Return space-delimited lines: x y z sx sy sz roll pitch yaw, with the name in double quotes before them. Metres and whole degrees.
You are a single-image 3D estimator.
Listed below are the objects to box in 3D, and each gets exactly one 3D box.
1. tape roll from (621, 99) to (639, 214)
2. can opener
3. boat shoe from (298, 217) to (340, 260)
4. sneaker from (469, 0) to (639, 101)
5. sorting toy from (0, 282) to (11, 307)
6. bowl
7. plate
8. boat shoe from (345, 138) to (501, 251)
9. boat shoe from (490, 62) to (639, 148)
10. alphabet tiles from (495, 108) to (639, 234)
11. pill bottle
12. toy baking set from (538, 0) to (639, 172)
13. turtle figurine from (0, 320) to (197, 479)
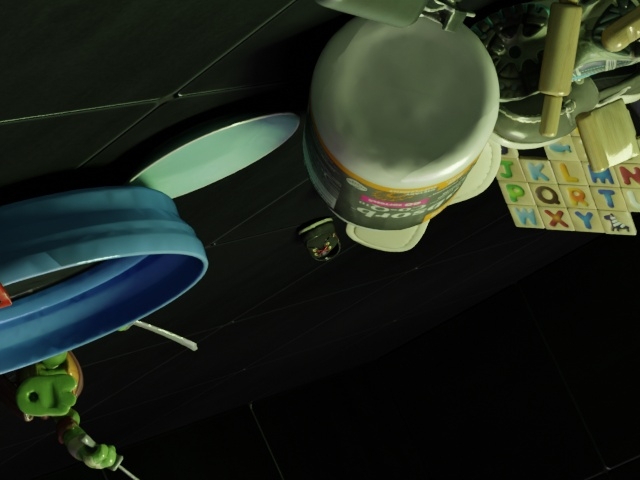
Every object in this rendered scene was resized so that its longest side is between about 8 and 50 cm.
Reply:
"tape roll" 0.358 -0.129 2.137 0.080 0.189 0.189 -18 169 -38
"can opener" 0.050 -0.204 1.330 0.280 0.074 0.093 -10 128 -64
"boat shoe" 0.002 -0.001 2.399 0.049 0.042 0.133 -23 170 3
"sneaker" 0.252 -0.208 1.758 0.283 0.110 0.122 -16 -179 -12
"sorting toy" -0.327 0.024 1.389 0.132 0.046 0.274 -15 150 -1
"bowl" -0.302 0.052 1.691 0.391 0.077 0.391 -20 169 -4
"plate" -0.108 -0.083 1.685 0.188 0.024 0.188 -25 170 -4
"boat shoe" 0.118 -0.088 2.034 0.116 0.096 0.324 19 154 -10
"boat shoe" 0.271 -0.185 1.899 0.335 0.112 0.095 -23 155 -49
"alphabet tiles" 0.305 -0.079 2.082 0.237 0.198 0.009 5 -132 33
"pill bottle" 0.065 -0.098 1.623 0.162 0.162 0.278 -24 171 -7
"toy baking set" 0.297 -0.191 1.688 0.197 0.256 0.030 -1 -168 -21
"turtle figurine" -0.263 0.161 2.155 0.198 0.275 0.266 -58 170 -9
